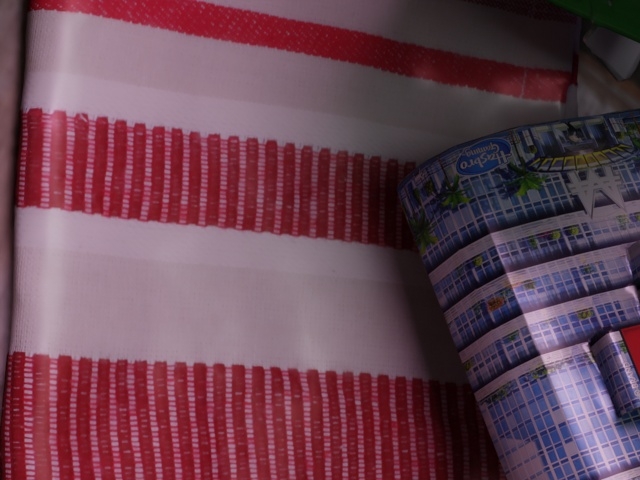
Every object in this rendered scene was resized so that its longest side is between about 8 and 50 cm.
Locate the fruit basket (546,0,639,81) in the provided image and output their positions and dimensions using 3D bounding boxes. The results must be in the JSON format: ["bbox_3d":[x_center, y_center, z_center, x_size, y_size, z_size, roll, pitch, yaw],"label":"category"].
[{"bbox_3d":[0.145,-0.245,0.566,0.165,0.327,0.353,20,89,15],"label":"fruit basket"}]

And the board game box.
[{"bbox_3d":[0.151,0.041,0.646,0.194,0.060,0.194,-10,68,-30],"label":"board game box"}]

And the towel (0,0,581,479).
[{"bbox_3d":[0.000,0.000,0.655,0.237,0.037,0.329,6,83,-30],"label":"towel"}]
